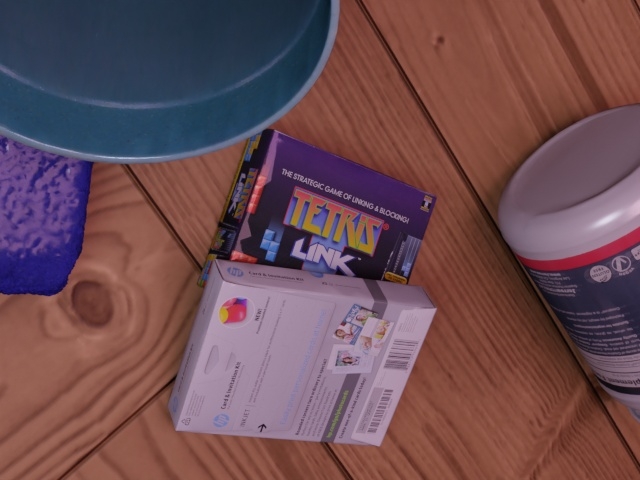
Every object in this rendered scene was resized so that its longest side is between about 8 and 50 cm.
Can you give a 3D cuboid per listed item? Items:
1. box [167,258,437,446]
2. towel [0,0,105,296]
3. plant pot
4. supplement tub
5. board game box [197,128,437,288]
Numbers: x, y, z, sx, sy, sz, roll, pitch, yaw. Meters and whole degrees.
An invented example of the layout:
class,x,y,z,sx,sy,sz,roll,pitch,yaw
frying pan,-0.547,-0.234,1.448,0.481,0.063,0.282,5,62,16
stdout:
class,x,y,z,sx,sy,sz,roll,pitch,yaw
box,-0.016,0.095,1.087,0.186,0.038,0.145,7,118,-24
towel,-0.310,-0.084,0.932,0.308,0.076,0.227,8,96,-27
plant pot,-0.126,-0.234,0.862,0.272,0.271,0.255,24,45,-28
supplement tub,0.300,0.031,1.201,0.191,0.191,0.272,-44,113,-17
board game box,0.000,0.000,1.118,0.170,0.048,0.141,20,88,-29
